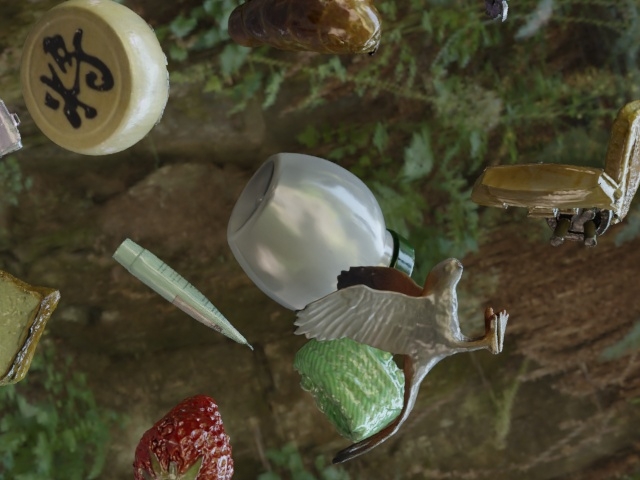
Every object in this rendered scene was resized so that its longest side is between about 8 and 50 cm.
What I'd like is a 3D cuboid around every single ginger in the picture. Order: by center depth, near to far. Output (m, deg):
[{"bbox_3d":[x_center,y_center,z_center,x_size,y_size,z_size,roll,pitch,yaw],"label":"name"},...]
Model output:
[{"bbox_3d":[-0.035,-0.489,1.986,0.418,0.176,0.254,24,-71,46],"label":"ginger"}]

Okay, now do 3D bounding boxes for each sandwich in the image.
[{"bbox_3d":[-0.660,0.148,1.951,0.226,0.251,0.087,-65,168,3],"label":"sandwich"}]

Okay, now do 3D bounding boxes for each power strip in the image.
[{"bbox_3d":[-0.719,-0.179,1.952,0.037,0.279,0.109,4,-58,58],"label":"power strip"}]

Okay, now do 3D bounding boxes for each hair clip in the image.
[{"bbox_3d":[0.348,-0.525,1.992,0.195,0.052,0.124,89,-12,-48],"label":"hair clip"}]

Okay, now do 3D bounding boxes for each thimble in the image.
[{"bbox_3d":[0.058,0.260,1.870,0.219,0.150,0.219,48,-15,18],"label":"thimble"}]

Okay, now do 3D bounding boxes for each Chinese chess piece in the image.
[{"bbox_3d":[-0.374,-0.269,1.645,0.104,0.257,0.257,-25,99,-61],"label":"Chinese chess piece"}]

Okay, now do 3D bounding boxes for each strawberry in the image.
[{"bbox_3d":[-0.260,0.401,1.953,0.244,0.205,0.205,-81,159,-54],"label":"strawberry"}]

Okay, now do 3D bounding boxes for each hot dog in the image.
[{"bbox_3d":[0.602,-0.155,1.989,0.068,0.083,0.289,48,-28,39],"label":"hot dog"}]

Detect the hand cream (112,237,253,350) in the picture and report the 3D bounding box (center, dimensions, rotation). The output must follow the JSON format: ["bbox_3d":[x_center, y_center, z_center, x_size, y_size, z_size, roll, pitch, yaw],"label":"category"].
[{"bbox_3d":[-0.263,0.110,1.977,0.331,0.058,0.085,36,-9,-4],"label":"hand cream"}]

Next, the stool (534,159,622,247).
[{"bbox_3d":[0.447,-0.069,1.832,0.121,0.217,0.125,-51,167,-45],"label":"stool"}]

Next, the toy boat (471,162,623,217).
[{"bbox_3d":[0.310,-0.064,1.377,0.064,0.206,0.072,-65,146,-31],"label":"toy boat"}]

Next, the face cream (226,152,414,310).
[{"bbox_3d":[0.000,0.000,2.072,0.357,0.313,0.219,33,-18,-23],"label":"face cream"}]

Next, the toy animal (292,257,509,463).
[{"bbox_3d":[0.133,0.180,1.483,0.225,0.302,0.284,-27,106,-72],"label":"toy animal"}]
